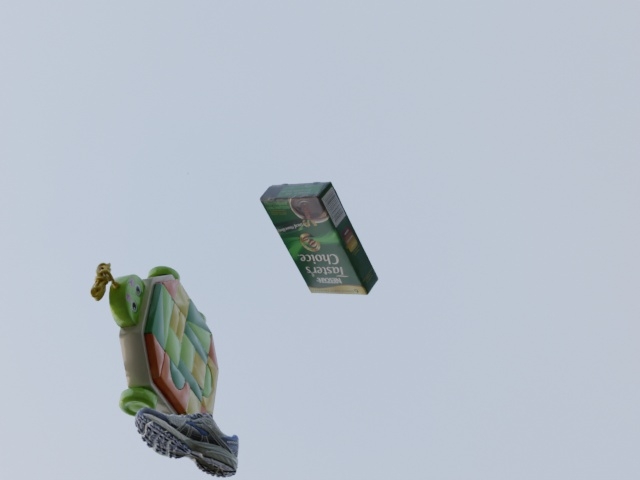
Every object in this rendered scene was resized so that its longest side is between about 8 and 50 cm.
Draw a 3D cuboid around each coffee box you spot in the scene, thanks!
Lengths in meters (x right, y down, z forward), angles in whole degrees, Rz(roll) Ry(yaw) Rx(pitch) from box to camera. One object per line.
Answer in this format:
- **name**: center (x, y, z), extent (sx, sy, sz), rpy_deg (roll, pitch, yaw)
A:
- **coffee box**: center (0.000, 0.000, 1.205), extent (0.040, 0.113, 0.184), rpy_deg (-54, -50, -38)

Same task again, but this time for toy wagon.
- **toy wagon**: center (-0.256, 0.165, 1.329), extent (0.068, 0.267, 0.344), rpy_deg (-11, -46, 12)

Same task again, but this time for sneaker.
- **sneaker**: center (-0.154, 0.226, 0.977), extent (0.135, 0.058, 0.052), rpy_deg (33, -48, -16)
